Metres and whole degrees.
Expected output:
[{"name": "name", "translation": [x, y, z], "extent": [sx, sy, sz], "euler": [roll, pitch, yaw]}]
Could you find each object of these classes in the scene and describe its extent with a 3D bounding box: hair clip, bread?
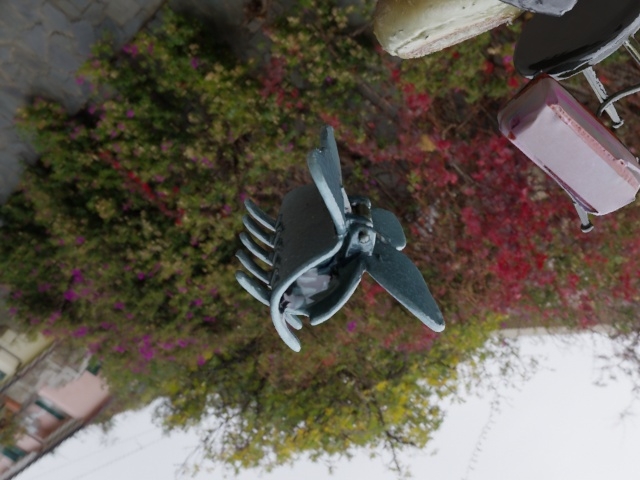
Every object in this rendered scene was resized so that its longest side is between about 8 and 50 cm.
[{"name": "hair clip", "translation": [0.000, 0.000, 1.244], "extent": [0.238, 0.392, 0.318], "euler": [-32, -150, 16]}, {"name": "bread", "translation": [0.241, -0.447, 1.306], "extent": [0.306, 0.158, 0.305], "euler": [-17, -178, 1]}]

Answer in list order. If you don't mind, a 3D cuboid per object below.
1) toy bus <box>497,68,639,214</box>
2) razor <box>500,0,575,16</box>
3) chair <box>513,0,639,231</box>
[{"name": "toy bus", "translation": [0.466, -0.170, 1.310], "extent": [0.127, 0.303, 0.147], "euler": [-42, -158, 31]}, {"name": "razor", "translation": [0.225, -0.429, 1.008], "extent": [0.107, 0.327, 0.189], "euler": [77, 33, -63]}, {"name": "chair", "translation": [0.621, -0.308, 1.429], "extent": [0.362, 0.410, 0.364], "euler": [-15, -140, 50]}]
